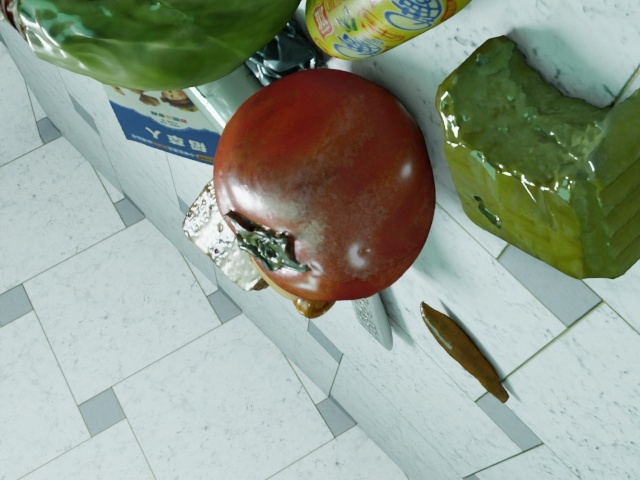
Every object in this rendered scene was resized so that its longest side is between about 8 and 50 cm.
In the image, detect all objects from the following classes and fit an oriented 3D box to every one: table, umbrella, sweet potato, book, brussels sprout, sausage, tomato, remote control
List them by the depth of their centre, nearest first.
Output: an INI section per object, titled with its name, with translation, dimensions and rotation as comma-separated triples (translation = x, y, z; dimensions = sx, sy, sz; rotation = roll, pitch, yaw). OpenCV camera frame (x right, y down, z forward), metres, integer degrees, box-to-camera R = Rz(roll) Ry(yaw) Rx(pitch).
[sausage]
translation = 0.074, -0.276, 0.937
dimensions = 0.123, 0.123, 0.347
rotation = 53, 165, -12
[brussels sprout]
translation = -0.184, -0.371, 1.020
dimensions = 0.425, 0.361, 0.342
rotation = 125, 143, -64
[tomato]
translation = 0.005, -0.082, 1.252
dimensions = 0.325, 0.290, 0.293
rotation = 21, 148, 43
[umbrella]
translation = -0.099, -0.329, 1.330
dimensions = 0.348, 0.094, 0.143
rotation = 50, 168, -12
[table]
translation = -0.197, -0.305, 1.578
dimensions = 0.220, 0.126, 0.126
rotation = 51, 164, -7
[sweet potato]
translation = 0.279, 0.217, 1.655
dimensions = 0.264, 0.057, 0.057
rotation = 49, 164, -5
[book]
translation = -0.338, -0.306, 1.888
dimensions = 0.300, 0.039, 0.428
rotation = 16, 156, 10
[remote control]
translation = 0.107, 0.121, 1.901
dimensions = 0.109, 0.055, 0.313
rotation = 44, 160, 42

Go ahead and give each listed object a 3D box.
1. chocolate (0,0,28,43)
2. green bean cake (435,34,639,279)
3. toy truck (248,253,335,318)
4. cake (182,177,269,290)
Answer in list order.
[chocolate]
translation = -0.590, -0.523, 1.860
dimensions = 0.340, 0.210, 0.225
rotation = 47, 179, 30
[green bean cake]
translation = 0.246, -0.085, 0.924
dimensions = 0.236, 0.124, 0.233
rotation = 35, 158, 42
[toy truck]
translation = 0.000, 0.000, 1.544
dimensions = 0.204, 0.288, 0.211
rotation = 46, 140, 29
[cake]
translation = -0.116, -0.022, 1.810
dimensions = 0.293, 0.196, 0.198
rotation = 43, 124, 6
